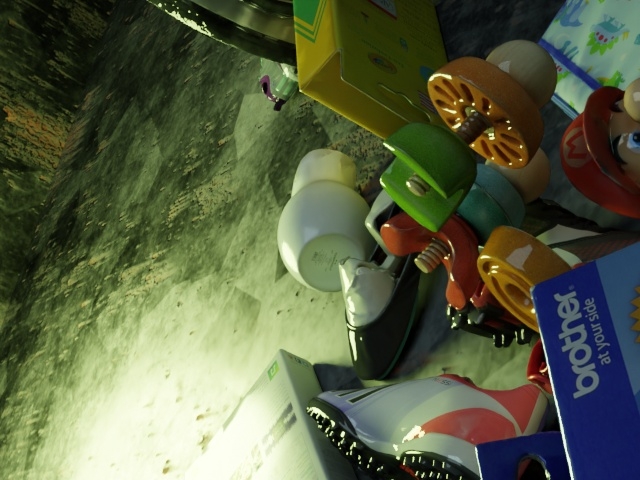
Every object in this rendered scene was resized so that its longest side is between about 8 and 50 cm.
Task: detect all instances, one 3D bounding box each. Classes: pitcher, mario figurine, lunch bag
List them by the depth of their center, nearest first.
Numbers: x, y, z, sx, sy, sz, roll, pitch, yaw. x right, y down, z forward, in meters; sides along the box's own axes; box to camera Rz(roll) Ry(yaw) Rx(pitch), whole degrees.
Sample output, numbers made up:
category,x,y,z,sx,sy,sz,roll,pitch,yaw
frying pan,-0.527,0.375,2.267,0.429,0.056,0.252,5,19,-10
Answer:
category,x,y,z,sx,sy,sz,roll,pitch,yaw
mario figurine,0.322,-0.102,0.770,0.320,0.170,0.198,-14,19,38
lunch bag,0.302,-0.178,0.993,0.176,0.090,0.219,-55,28,20
pitcher,0.000,0.000,1.325,0.207,0.125,0.178,-98,22,-62

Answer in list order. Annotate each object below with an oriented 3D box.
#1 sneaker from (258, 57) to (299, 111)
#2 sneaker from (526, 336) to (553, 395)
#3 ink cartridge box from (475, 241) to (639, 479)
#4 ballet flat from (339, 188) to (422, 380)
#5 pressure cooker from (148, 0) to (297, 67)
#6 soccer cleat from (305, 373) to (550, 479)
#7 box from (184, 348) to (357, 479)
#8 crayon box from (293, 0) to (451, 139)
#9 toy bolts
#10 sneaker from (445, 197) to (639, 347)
category,x,y,z,sx,sy,sz,roll,pitch,yaw
sneaker,-0.085,-0.308,1.747,0.098,0.083,0.224,-56,30,23
sneaker,0.229,0.144,0.794,0.087,0.128,0.221,-59,27,10
ink cartridge box,0.290,0.111,0.592,0.395,0.151,0.270,-28,43,24
ballet flat,0.077,0.019,1.184,0.095,0.096,0.281,10,75,60
pressure cooker,-0.066,-0.515,1.529,0.375,0.370,0.420,34,111,19
soccer cleat,0.099,0.183,1.028,0.116,0.109,0.318,-48,20,-21
box,-0.057,0.311,1.203,0.232,0.058,0.322,-53,29,17
crayon box,0.068,-0.234,1.302,0.081,0.202,0.319,-43,33,32
toy bolts,0.163,-0.035,0.851,0.158,0.218,0.228,-44,-11,-13
sneaker,0.227,0.015,0.937,0.276,0.097,0.135,-17,54,54
